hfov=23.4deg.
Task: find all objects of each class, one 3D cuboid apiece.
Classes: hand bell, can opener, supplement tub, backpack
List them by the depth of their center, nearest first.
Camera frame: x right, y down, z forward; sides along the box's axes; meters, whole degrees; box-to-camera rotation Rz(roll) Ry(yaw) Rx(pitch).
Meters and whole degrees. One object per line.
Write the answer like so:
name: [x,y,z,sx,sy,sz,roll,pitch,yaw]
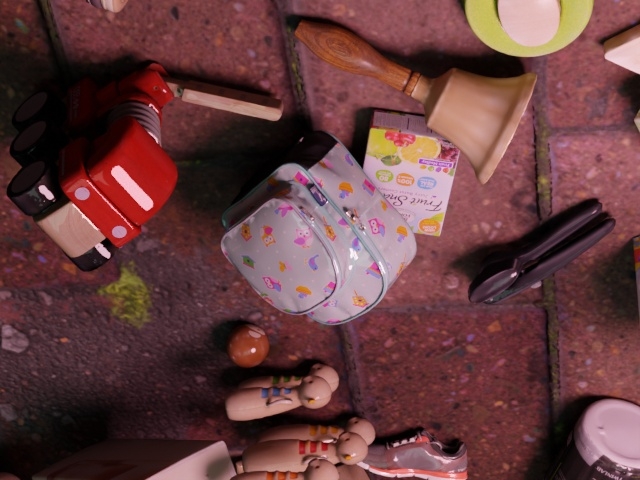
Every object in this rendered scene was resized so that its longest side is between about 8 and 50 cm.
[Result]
hand bell: [0.085,-0.165,1.578,0.242,0.126,0.126,26,131,-1]
backpack: [0.000,0.000,1.664,0.188,0.144,0.166,43,135,-11]
can opener: [0.251,0.020,1.745,0.186,0.073,0.059,-31,115,19]
supplement tub: [0.349,0.298,1.948,0.117,0.117,0.190,15,133,-7]

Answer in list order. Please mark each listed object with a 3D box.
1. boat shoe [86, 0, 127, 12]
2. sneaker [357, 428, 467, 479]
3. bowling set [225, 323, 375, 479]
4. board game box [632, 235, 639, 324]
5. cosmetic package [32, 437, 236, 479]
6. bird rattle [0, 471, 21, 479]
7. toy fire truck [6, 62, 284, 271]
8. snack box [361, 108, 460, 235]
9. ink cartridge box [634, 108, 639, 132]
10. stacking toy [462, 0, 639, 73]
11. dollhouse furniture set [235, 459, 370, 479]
boat shoe: [-0.226,-0.347,1.435,0.092,0.103,0.285,4,129,10]
sneaker: [0.116,0.270,2.003,0.158,0.061,0.064,8,106,-2]
bowling set: [-0.029,0.195,1.863,0.154,0.287,0.199,-9,97,6]
board game box: [0.434,0.111,1.657,0.144,0.275,0.142,-23,126,25]
cosmetic package: [-0.223,0.337,1.924,0.296,0.129,0.153,-12,99,55]
bird rattle: [-0.422,0.402,2.071,0.143,0.253,0.207,3,127,-33]
toy fire truck: [-0.174,-0.101,1.589,0.246,0.217,0.158,-32,122,13]
snack box: [0.095,-0.072,1.688,0.100,0.037,0.141,10,134,0]
ink cartridge box: [0.451,-0.073,1.549,0.235,0.056,0.171,14,153,40]
stacking toy: [0.278,-0.244,1.448,0.309,0.130,0.279,14,132,-6]
dollhouse furniture set: [-0.043,0.410,2.038,0.242,0.212,0.161,-15,133,-17]
